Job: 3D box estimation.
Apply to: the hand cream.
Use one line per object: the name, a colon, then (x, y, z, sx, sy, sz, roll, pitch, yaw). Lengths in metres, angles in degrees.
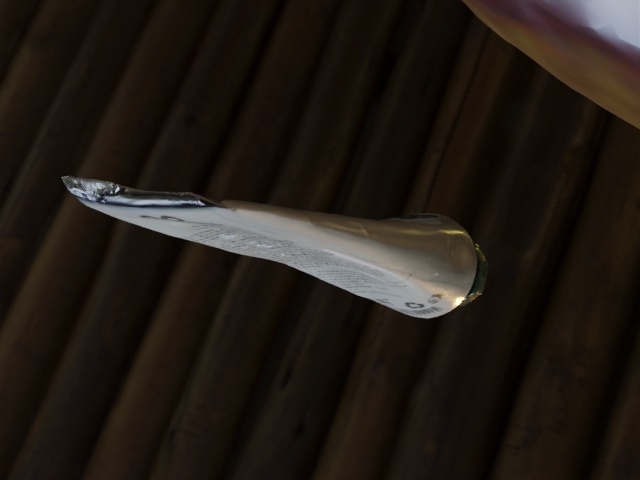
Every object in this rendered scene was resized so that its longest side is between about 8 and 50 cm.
hand cream: (0.000, 0.000, 0.723, 0.121, 0.336, 0.076, 2, -97, 40)

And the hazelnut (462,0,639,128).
hazelnut: (0.212, -0.189, 0.358, 0.429, 0.402, 0.402, 22, -97, 14)
